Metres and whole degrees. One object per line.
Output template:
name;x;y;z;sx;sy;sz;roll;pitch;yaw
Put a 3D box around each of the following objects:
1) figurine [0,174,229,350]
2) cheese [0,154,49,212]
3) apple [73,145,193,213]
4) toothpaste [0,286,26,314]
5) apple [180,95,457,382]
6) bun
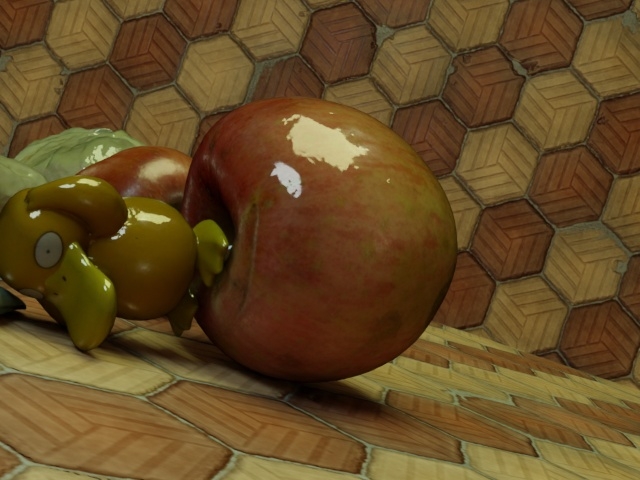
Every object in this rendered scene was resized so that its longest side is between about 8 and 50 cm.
figurine;-0.244;0.020;1.095;0.215;0.215;0.228;20;23;36
cheese;-0.504;-0.065;1.311;0.248;0.173;0.251;29;8;27
apple;-0.282;-0.030;1.443;0.241;0.242;0.242;12;-3;42
toothpaste;-0.364;0.062;0.993;0.069;0.047;0.268;-1;2;-6
apple;0.000;0.000;1.236;0.364;0.364;0.364;18;2;-1
bun;-0.406;-0.095;1.710;0.361;0.213;0.361;0;-3;0
